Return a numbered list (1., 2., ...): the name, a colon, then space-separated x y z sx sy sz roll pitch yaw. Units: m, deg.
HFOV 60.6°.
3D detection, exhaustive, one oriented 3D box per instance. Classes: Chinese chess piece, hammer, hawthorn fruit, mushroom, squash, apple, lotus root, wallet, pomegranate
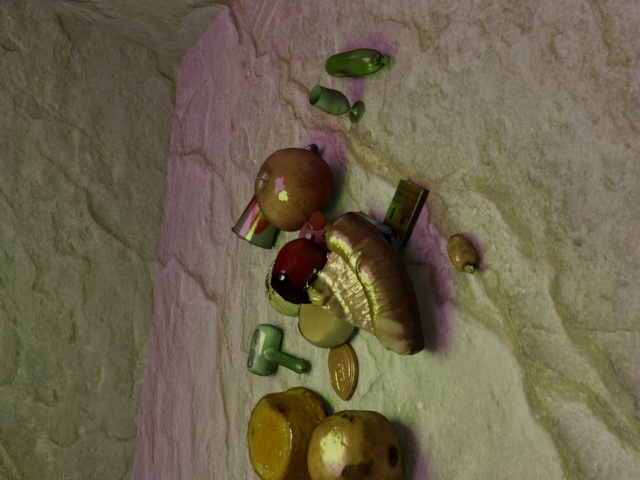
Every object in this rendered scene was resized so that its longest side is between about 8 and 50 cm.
1. Chinese chess piece: 0.026 0.250 1.906 0.249 0.103 0.250 -33 46 43
2. hammer: -0.157 0.451 2.129 0.335 0.118 0.207 9 87 49
3. hawthorn fruit: -0.061 0.091 1.849 0.215 0.215 0.250 -18 55 52
4. mushroom: 0.178 0.137 1.608 0.397 0.224 0.314 35 115 31
5. squash: 0.130 -0.675 2.082 0.378 0.101 0.101 22 98 54
6. apple: -0.115 -0.201 2.087 0.345 0.269 0.345 -45 23 25
7. lotus root: 0.389 0.040 1.510 0.072 0.063 0.152 -44 42 25
8. wallet: 0.162 0.014 1.803 0.250 0.075 0.176 37 132 53
9. pomegranate: 0.102 0.622 1.551 0.281 0.281 0.281 -23 61 50

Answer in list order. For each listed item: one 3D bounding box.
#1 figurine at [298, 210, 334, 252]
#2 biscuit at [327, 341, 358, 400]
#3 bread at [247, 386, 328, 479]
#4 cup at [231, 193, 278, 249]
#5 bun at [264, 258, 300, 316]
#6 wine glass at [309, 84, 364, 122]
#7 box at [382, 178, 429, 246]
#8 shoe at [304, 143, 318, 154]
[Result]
1. figurine: 0.000 0.000 1.995 0.173 0.173 0.173 -23 61 50
2. biscuit: 0.074 0.432 1.861 0.142 0.029 0.221 -35 52 44
3. bread: -0.115 0.681 1.897 0.358 0.204 0.337 8 83 59
4. cup: -0.237 -0.131 2.367 0.288 0.203 0.203 -62 37 10
5. bun: -0.127 0.167 2.132 0.259 0.152 0.259 -28 56 50
6. wine glass: 0.059 -0.510 2.035 0.093 0.202 0.093 -21 63 49
7. box: 0.265 -0.090 1.757 0.121 0.030 0.193 38 111 53
8. shoe: -0.051 -0.304 2.253 0.077 0.074 0.194 56 128 33
